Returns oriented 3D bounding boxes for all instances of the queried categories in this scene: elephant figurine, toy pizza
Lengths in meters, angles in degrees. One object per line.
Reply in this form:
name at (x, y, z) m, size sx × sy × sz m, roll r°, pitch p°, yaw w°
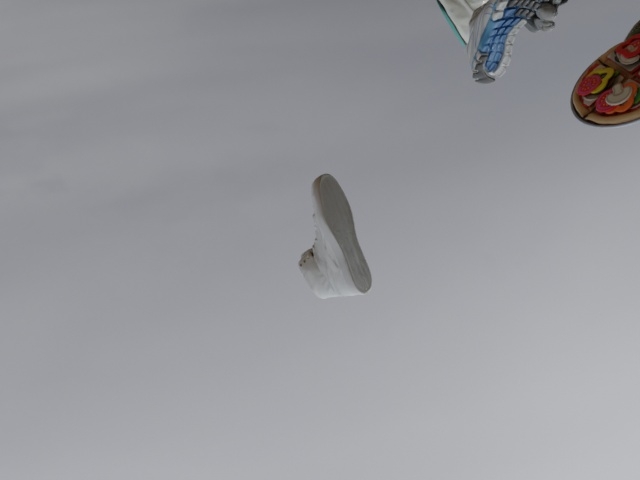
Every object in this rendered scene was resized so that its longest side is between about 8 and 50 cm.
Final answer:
elephant figurine at (0.587, -0.635, 2.073) m, size 0.239 × 0.186 × 0.169 m, roll -45°, pitch -168°, yaw -10°
toy pizza at (0.479, -0.256, 1.305) m, size 0.201 × 0.032 × 0.201 m, roll -28°, pitch -144°, yaw 23°

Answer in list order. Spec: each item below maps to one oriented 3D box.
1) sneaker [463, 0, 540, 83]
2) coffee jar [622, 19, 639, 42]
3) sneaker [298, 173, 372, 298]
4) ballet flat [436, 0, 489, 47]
sneaker at (0.248, -0.321, 1.189) m, size 0.071 × 0.190 × 0.083 m, roll -1°, pitch -132°, yaw -26°
coffee jar at (0.843, -0.519, 2.224) m, size 0.079 × 0.096 × 0.184 m, roll 40°, pitch -132°, yaw 2°
sneaker at (0.000, 0.000, 1.981) m, size 0.169 × 0.292 × 0.108 m, roll -14°, pitch -176°, yaw 42°
ballet flat at (0.280, -0.553, 1.787) m, size 0.139 × 0.400 × 0.139 m, roll -33°, pitch -150°, yaw 22°
